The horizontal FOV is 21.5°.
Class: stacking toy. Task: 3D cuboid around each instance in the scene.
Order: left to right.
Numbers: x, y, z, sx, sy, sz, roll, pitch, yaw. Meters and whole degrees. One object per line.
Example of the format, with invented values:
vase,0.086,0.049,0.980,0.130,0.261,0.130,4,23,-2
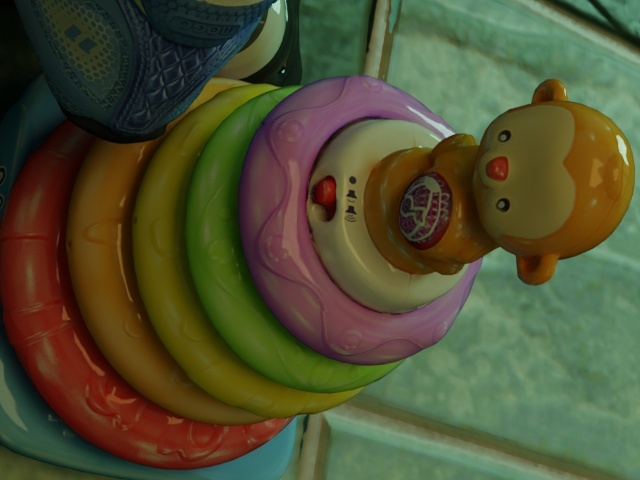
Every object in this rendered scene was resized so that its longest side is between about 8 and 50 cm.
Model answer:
stacking toy,0.000,0.000,0.631,0.165,0.302,0.175,16,73,-33

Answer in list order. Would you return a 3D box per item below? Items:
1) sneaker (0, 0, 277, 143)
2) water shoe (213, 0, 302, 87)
sneaker,-0.105,-0.169,0.658,0.129,0.147,0.330,9,42,-30
water shoe,-0.047,-0.157,0.782,0.080,0.073,0.203,55,29,-64
